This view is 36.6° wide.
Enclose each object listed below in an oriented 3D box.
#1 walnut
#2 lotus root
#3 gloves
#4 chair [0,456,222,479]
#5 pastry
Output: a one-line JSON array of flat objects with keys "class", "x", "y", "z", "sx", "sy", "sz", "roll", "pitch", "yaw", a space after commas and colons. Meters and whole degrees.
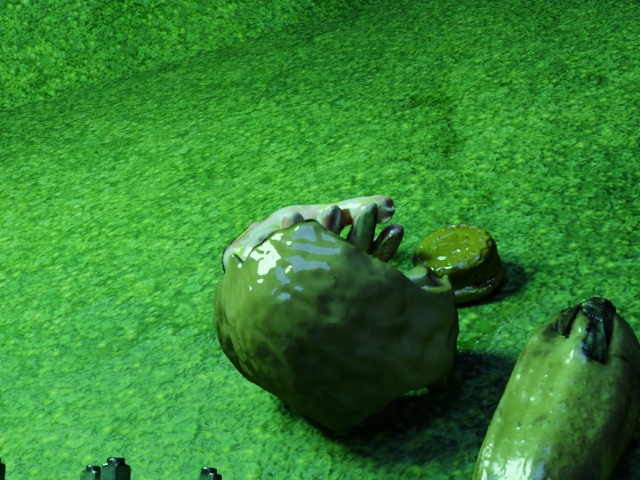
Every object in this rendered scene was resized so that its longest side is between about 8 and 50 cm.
[{"class": "walnut", "x": 0.012, "y": 0.089, "z": 0.908, "sx": 0.238, "sy": 0.204, "sz": 0.141, "roll": -12, "pitch": 41, "yaw": 9}, {"class": "lotus root", "x": 0.193, "y": 0.152, "z": 0.789, "sx": 0.110, "sy": 0.097, "sz": 0.258, "roll": -3, "pitch": 36, "yaw": 40}, {"class": "gloves", "x": 0.000, "y": 0.012, "z": 1.144, "sx": 0.241, "sy": 0.126, "sz": 0.145, "roll": 4, "pitch": 9, "yaw": 41}, {"class": "chair", "x": -0.169, "y": 0.297, "z": 0.703, "sx": 0.136, "sy": 0.147, "sz": 0.270, "roll": -7, "pitch": 71, "yaw": 24}, {"class": "pastry", "x": 0.155, "y": 0.026, "z": 1.092, "sx": 0.097, "sy": 0.057, "sz": 0.109, "roll": -25, "pitch": 26, "yaw": -13}]
